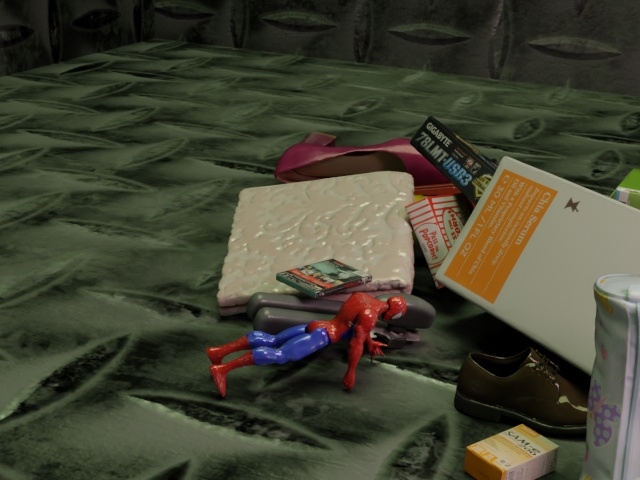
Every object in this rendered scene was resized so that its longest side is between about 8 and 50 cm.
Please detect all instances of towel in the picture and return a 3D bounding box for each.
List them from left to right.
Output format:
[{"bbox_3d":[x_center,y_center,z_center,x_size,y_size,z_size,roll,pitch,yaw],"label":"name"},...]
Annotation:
[{"bbox_3d":[0.000,0.000,1.654,0.317,0.053,0.332,-7,35,10],"label":"towel"}]

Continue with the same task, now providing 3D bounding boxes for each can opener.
[{"bbox_3d":[0.031,0.107,1.461,0.280,0.093,0.074,5,30,-23],"label":"can opener"}]

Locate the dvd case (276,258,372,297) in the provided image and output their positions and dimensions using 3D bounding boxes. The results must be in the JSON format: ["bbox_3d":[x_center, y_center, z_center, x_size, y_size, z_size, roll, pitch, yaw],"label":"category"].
[{"bbox_3d":[0.006,0.055,1.476,0.119,0.013,0.087,-16,28,-43],"label":"dvd case"}]

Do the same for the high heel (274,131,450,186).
[{"bbox_3d":[0.093,-0.141,2.163,0.377,0.127,0.181,10,37,25],"label":"high heel"}]

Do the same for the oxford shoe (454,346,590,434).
[{"bbox_3d":[0.292,0.194,1.296,0.227,0.096,0.083,8,20,11],"label":"oxford shoe"}]

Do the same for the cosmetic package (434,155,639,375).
[{"bbox_3d":[0.392,0.065,1.400,0.161,0.230,0.453,27,3,-37],"label":"cosmetic package"}]

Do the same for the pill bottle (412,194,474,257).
[{"bbox_3d":[0.171,-0.026,1.822,0.208,0.119,0.119,-1,21,-10],"label":"pill bottle"}]

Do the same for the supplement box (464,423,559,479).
[{"bbox_3d":[0.230,0.261,1.191,0.098,0.036,0.062,-13,26,-35],"label":"supplement box"}]

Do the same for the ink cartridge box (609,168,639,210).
[{"bbox_3d":[0.530,0.007,1.680,0.097,0.189,0.255,14,25,24],"label":"ink cartridge box"}]

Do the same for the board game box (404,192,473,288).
[{"bbox_3d":[0.222,-0.003,1.677,0.045,0.147,0.193,-24,-6,27],"label":"board game box"}]

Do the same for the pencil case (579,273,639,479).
[{"bbox_3d":[0.356,0.173,1.121,0.113,0.273,0.124,10,14,36],"label":"pencil case"}]

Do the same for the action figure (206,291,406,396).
[{"bbox_3d":[-0.002,0.163,1.377,0.280,0.139,0.091,-22,26,-1],"label":"action figure"}]

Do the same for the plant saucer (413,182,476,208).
[{"bbox_3d":[0.236,-0.061,2.021,0.259,0.048,0.258,-6,22,-20],"label":"plant saucer"}]

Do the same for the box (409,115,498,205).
[{"bbox_3d":[0.337,-0.080,1.800,0.293,0.073,0.295,27,15,-34],"label":"box"}]
